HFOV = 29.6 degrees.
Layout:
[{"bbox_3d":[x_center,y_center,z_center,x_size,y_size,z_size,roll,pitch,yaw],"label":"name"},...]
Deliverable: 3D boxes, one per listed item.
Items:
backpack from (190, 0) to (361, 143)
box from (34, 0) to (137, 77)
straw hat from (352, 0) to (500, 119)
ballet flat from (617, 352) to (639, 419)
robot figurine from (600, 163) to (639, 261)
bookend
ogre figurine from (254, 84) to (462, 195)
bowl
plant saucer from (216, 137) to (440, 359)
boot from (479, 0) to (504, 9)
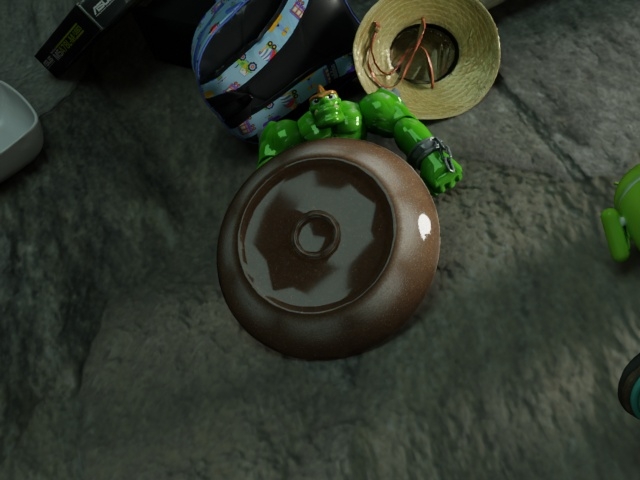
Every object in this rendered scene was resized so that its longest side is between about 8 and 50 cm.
[{"bbox_3d":[-0.052,-0.191,1.210,0.173,0.158,0.117,-44,37,-5],"label":"backpack"},{"bbox_3d":[-0.227,-0.281,1.380,0.190,0.045,0.184,-49,11,-25],"label":"box"},{"bbox_3d":[0.099,-0.181,1.190,0.144,0.144,0.061,-30,1,-7],"label":"straw hat"},{"bbox_3d":[0.334,0.063,0.838,0.280,0.095,0.096,-10,34,0],"label":"ballet flat"},{"bbox_3d":[0.274,-0.018,0.952,0.101,0.067,0.115,-17,43,-2],"label":"robot figurine"},{"bbox_3d":[-0.097,-0.264,1.351,0.157,0.072,0.156,17,57,35],"label":"bookend"},{"bbox_3d":[0.016,-0.073,1.106,0.197,0.097,0.118,-26,59,19],"label":"ogre figurine"},{"bbox_3d":[-0.374,-0.102,1.326,0.142,0.053,0.142,-37,44,-13],"label":"bowl"},{"bbox_3d":[0.000,0.000,1.017,0.199,0.036,0.198,-5,72,15],"label":"plant saucer"},{"bbox_3d":[0.164,-0.316,1.290,0.165,0.077,0.213,-27,46,-1],"label":"boot"}]
